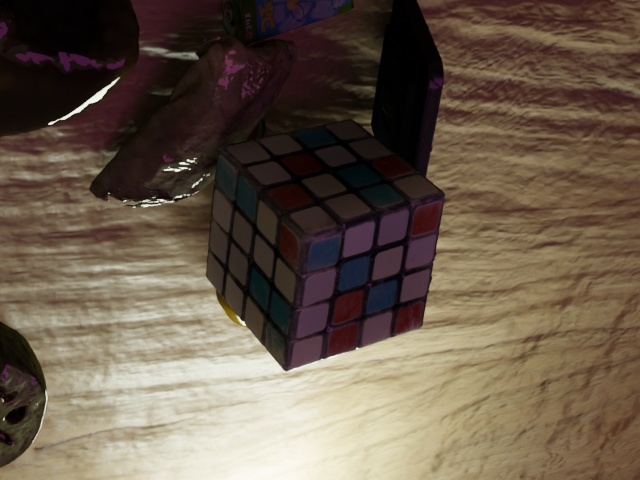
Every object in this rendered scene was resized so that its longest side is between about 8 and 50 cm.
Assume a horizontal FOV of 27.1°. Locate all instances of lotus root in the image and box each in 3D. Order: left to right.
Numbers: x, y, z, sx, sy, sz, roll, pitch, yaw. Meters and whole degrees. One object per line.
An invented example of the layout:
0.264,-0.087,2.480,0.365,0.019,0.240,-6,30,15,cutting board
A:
-0.504,0.253,2.074,0.138,0.119,0.235,12,114,-39,lotus root

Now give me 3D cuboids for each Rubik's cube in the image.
0.001,0.000,1.979,0.253,0.256,0.259,-14,130,-31,Rubik's cube

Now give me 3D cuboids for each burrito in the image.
-0.174,-0.168,1.954,0.175,0.107,0.348,17,125,-45,burrito

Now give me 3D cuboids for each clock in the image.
0.125,-0.210,2.050,0.049,0.279,0.273,1,125,-10,clock

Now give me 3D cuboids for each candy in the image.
-0.048,-0.364,1.946,0.194,0.062,0.097,-21,135,-21,candy

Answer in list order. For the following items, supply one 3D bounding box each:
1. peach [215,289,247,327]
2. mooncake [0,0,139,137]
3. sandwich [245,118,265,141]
-0.090,0.072,2.229,0.179,0.103,0.179,-21,144,-16,peach
-0.423,-0.317,1.556,0.393,0.246,0.394,-13,145,-15,mooncake
-0.128,-0.159,2.083,0.069,0.026,0.101,12,113,-36,sandwich
